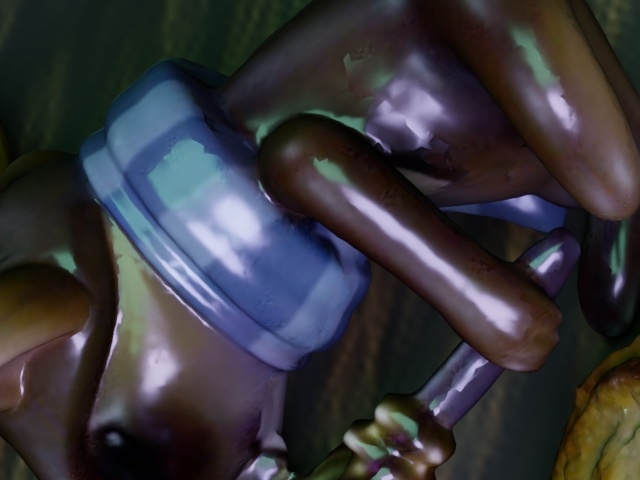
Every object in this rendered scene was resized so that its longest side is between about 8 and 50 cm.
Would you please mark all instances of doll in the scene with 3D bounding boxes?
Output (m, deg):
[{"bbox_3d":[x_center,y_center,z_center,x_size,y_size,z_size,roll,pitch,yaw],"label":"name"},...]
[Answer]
[{"bbox_3d":[0.003,0.003,0.763,0.340,0.209,0.318,-33,29,2],"label":"doll"}]

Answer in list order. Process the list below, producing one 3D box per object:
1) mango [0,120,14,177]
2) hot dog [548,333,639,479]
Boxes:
[{"bbox_3d":[-0.256,0.055,0.847,0.195,0.142,0.331,32,79,23],"label":"mango"},{"bbox_3d":[0.155,0.155,0.662,0.175,0.114,0.259,22,111,18],"label":"hot dog"}]
